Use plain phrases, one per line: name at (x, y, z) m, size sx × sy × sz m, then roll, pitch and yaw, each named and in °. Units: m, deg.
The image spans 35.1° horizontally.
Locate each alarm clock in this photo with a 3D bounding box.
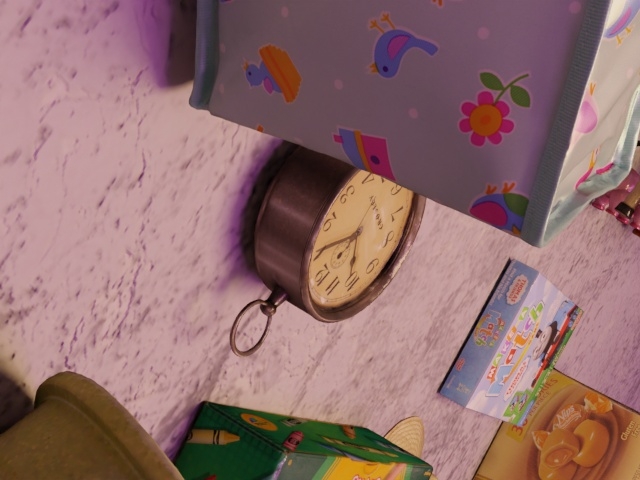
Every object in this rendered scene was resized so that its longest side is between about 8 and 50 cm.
alarm clock at (0.000, 0.000, 0.673) m, size 0.192 × 0.064 × 0.129 m, roll -51°, pitch 148°, yaw -22°

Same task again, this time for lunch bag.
lunch bag at (0.065, -0.165, 0.482) m, size 0.160 × 0.223 × 0.262 m, roll -28°, pitch 135°, yaw -52°

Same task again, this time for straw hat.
straw hat at (0.087, 0.254, 1.010) m, size 0.144 × 0.061 × 0.144 m, roll -37°, pitch 142°, yaw -37°

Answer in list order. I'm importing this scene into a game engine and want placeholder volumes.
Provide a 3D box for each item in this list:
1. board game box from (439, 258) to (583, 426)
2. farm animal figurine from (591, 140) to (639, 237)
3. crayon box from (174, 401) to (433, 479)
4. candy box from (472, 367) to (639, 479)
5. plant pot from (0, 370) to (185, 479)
board game box at (0.218, 0.120, 1.122) m, size 0.160 × 0.039 × 0.211 m, roll -61°, pitch 149°, yaw 0°
farm animal figurine at (0.486, -0.040, 1.140) m, size 0.172 × 0.327 × 0.330 m, roll -61°, pitch 164°, yaw 7°
crayon box at (-0.025, 0.229, 0.798) m, size 0.278 × 0.081 × 0.165 m, roll 26°, pitch 89°, yaw -60°
candy box at (0.281, 0.331, 1.243) m, size 0.087 × 0.183 × 0.316 m, roll 24°, pitch 94°, yaw -59°
plant pot at (-0.170, 0.239, 0.455) m, size 0.254 × 0.276 × 0.276 m, roll -26°, pitch 136°, yaw -28°
